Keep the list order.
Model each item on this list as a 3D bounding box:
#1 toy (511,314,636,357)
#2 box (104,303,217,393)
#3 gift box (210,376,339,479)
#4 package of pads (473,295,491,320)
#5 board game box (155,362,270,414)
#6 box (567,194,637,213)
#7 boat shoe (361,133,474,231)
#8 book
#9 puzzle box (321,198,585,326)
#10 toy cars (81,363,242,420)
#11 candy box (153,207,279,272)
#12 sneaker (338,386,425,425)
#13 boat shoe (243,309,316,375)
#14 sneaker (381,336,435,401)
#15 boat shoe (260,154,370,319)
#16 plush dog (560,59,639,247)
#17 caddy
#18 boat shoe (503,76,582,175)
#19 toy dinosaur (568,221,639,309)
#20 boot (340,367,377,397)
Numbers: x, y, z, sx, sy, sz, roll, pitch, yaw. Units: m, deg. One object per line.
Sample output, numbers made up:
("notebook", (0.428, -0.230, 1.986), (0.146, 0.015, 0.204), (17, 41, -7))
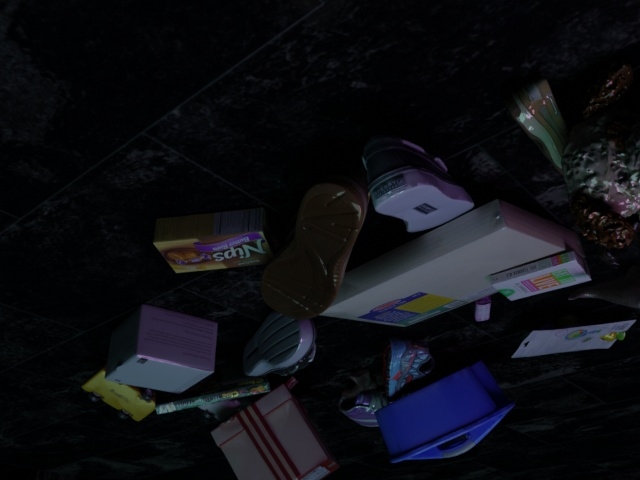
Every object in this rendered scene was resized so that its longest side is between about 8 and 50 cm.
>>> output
("toy", (0.544, 0.199, 1.491), (0.237, 0.056, 0.137), (-1, 146, -8))
("box", (-0.345, 0.240, 1.484), (0.182, 0.119, 0.181), (19, 144, -30))
("gift box", (-0.114, 0.518, 1.771), (0.255, 0.258, 0.276), (-32, 154, -10))
("package of pads", (0.322, 0.123, 1.364), (0.032, 0.050, 0.083), (-5, 149, 8))
("board game box", (-0.254, 0.341, 1.609), (0.260, 0.030, 0.136), (-10, -166, -8))
("box", (0.465, -0.080, 1.050), (0.137, 0.027, 0.094), (4, 147, -7))
("boat shoe", (0.135, -0.082, 0.975), (0.108, 0.102, 0.301), (-25, 164, 23))
("book", (0.376, 0.060, 1.171), (0.144, 0.035, 0.096), (-21, 150, 28))
("puzzle box", (0.216, 0.059, 1.208), (0.409, 0.052, 0.272), (-28, 151, 37))
("toy cars", (-0.393, 0.369, 1.728), (0.394, 0.087, 0.176), (4, 123, -12))
("candy box", (-0.172, 0.002, 1.152), (0.187, 0.053, 0.109), (-4, 149, 9))
("sneaker", (0.179, 0.447, 1.860), (0.282, 0.102, 0.161), (-20, 141, 30))
("boat shoe", (-0.068, 0.224, 1.488), (0.119, 0.121, 0.335), (4, 161, -23))
("sneaker", (0.212, 0.314, 1.634), (0.125, 0.104, 0.262), (-4, 149, 2))
("boat shoe", (0.000, 0.000, 1.083), (0.123, 0.123, 0.342), (26, 137, 3))
("plush dog", (0.413, -0.098, 0.855), (0.225, 0.262, 0.210), (6, 170, -3))
("caddy", (0.302, 0.434, 1.665), (0.341, 0.179, 0.241), (-32, 163, 25))
("boat shoe", (0.319, -0.147, 0.906), (0.072, 0.068, 0.190), (-37, 138, 22))
("toy dinosaur", (0.554, 0.046, 1.099), (0.314, 0.160, 0.121), (-17, 149, -20))
("boot", (0.089, 0.371, 1.789), (0.106, 0.037, 0.114), (-21, 149, 8))
